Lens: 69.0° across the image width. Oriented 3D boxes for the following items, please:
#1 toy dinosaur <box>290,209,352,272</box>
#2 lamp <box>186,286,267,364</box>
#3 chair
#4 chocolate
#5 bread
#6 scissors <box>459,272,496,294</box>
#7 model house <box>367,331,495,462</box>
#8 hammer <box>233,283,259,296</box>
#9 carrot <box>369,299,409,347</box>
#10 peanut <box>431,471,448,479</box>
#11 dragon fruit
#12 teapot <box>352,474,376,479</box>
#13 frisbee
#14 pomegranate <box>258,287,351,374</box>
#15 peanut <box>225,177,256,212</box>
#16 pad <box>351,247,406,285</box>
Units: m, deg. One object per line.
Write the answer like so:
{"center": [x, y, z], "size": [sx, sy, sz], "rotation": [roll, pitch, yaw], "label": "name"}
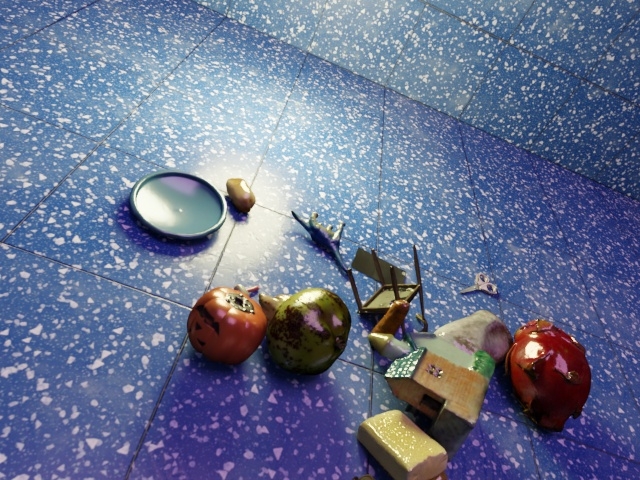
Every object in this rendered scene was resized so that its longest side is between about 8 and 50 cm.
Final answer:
{"center": [0.000, 0.000, 1.541], "size": [0.247, 0.075, 0.188], "rotation": [23, 47, -15], "label": "toy dinosaur"}
{"center": [-0.226, 0.209, 1.112], "size": [0.187, 0.164, 0.188], "rotation": [32, 15, -9], "label": "lamp"}
{"center": [0.214, 0.173, 1.415], "size": [0.188, 0.166, 0.273], "rotation": [-34, 111, -48], "label": "chair"}
{"center": [0.493, 0.315, 1.465], "size": [0.303, 0.101, 0.185], "rotation": [-15, 58, -36], "label": "chocolate"}
{"center": [0.186, 0.475, 1.074], "size": [0.125, 0.068, 0.188], "rotation": [-5, 17, -30], "label": "bread"}
{"center": [0.577, 0.172, 1.724], "size": [0.188, 0.015, 0.100], "rotation": [-10, 55, -35], "label": "scissors"}
{"center": [0.256, 0.360, 1.230], "size": [0.324, 0.194, 0.267], "rotation": [29, 36, 17], "label": "model house"}
{"center": [-0.201, 0.141, 1.303], "size": [0.083, 0.031, 0.053], "rotation": [-11, 55, -51], "label": "hammer"}
{"center": [0.195, 0.235, 1.304], "size": [0.060, 0.186, 0.060], "rotation": [20, 34, -14], "label": "carrot"}
{"center": [0.263, 0.580, 1.047], "size": [0.089, 0.089, 0.193], "rotation": [2, 45, -28], "label": "peanut"}
{"center": [0.676, 0.389, 1.384], "size": [0.250, 0.250, 0.315], "rotation": [32, 63, 5], "label": "dragon fruit"}
{"center": [0.083, 0.561, 1.002], "size": [0.110, 0.085, 0.080], "rotation": [-40, 96, -20], "label": "teapot"}
{"center": [-0.428, -0.104, 1.414], "size": [0.289, 0.049, 0.290], "rotation": [14, 45, -14], "label": "frisbee"}
{"center": [-0.049, 0.200, 1.181], "size": [0.221, 0.204, 0.277], "rotation": [-10, 53, -46], "label": "pomegranate"}
{"center": [-0.266, -0.156, 1.549], "size": [0.076, 0.076, 0.152], "rotation": [-11, 55, -37], "label": "peanut"}
{"center": [0.202, 0.098, 1.594], "size": [0.193, 0.004, 0.116], "rotation": [28, 39, 0], "label": "pad"}
